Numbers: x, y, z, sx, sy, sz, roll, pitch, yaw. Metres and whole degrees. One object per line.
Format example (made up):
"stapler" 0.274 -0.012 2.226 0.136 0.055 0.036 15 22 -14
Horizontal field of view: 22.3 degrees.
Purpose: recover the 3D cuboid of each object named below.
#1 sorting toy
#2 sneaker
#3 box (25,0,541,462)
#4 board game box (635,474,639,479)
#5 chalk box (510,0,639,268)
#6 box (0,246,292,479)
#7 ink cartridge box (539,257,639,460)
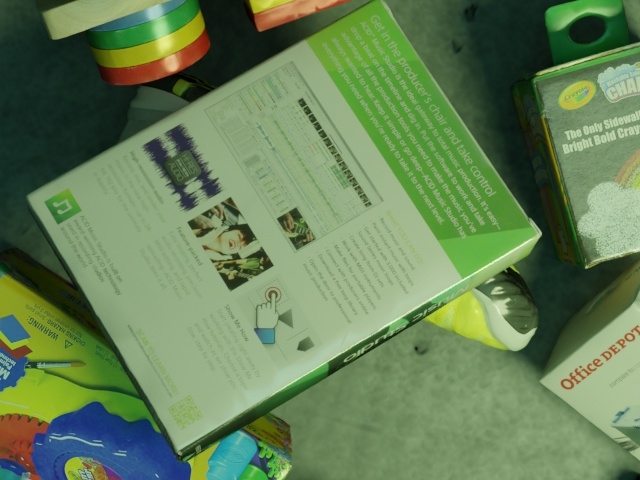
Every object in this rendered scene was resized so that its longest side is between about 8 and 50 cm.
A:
"sorting toy" -0.098 -0.218 1.283 0.255 0.257 0.089 -20 118 -5
"sneaker" 0.000 0.000 1.355 0.384 0.145 0.147 29 98 7
"box" -0.028 -0.012 1.237 0.322 0.058 0.232 -30 78 -9
"board game box" 0.316 0.309 1.413 0.170 0.048 0.141 33 93 -4
"chalk box" 0.242 -0.097 1.354 0.132 0.132 0.213 -15 92 -1
"box" -0.217 0.202 1.323 0.290 0.177 0.279 33 92 -3
"ink cartridge box" 0.303 0.120 1.355 0.190 0.139 0.082 37 46 -4
